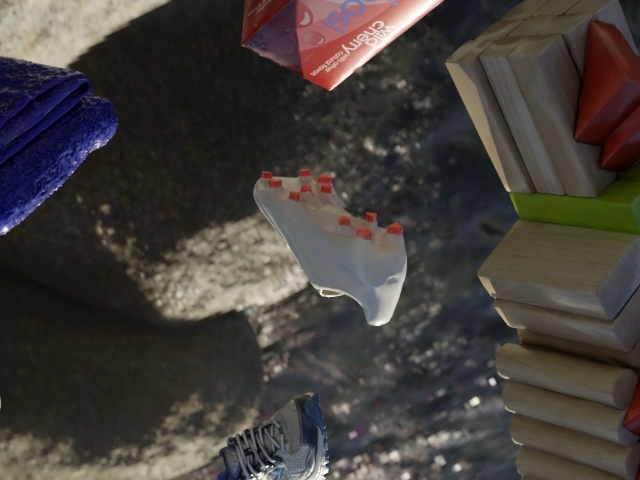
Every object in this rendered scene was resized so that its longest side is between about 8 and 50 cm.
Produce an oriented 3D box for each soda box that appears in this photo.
[{"bbox_3d":[0.055,-0.210,0.865,0.083,0.092,0.263,23,143,-30],"label":"soda box"}]

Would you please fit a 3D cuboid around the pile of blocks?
[{"bbox_3d":[0.168,0.038,0.671,0.149,0.113,0.362,-14,105,-34],"label":"pile of blocks"}]

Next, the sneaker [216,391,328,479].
[{"bbox_3d":[-0.034,0.143,0.842,0.058,0.052,0.135,0,145,-21],"label":"sneaker"}]

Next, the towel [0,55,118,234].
[{"bbox_3d":[-0.325,-0.060,0.970,0.308,0.228,0.076,-49,150,-46],"label":"towel"}]

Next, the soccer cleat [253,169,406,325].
[{"bbox_3d":[0.000,0.000,0.991,0.068,0.196,0.076,-5,113,-28],"label":"soccer cleat"}]
